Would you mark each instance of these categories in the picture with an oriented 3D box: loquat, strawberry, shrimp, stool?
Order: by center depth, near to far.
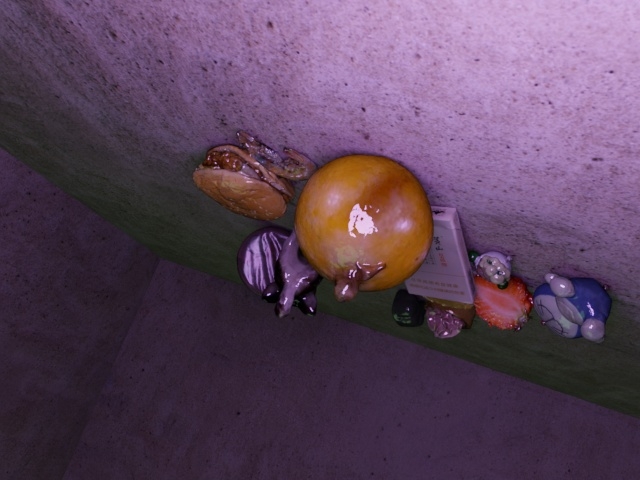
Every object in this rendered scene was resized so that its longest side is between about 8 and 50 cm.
[{"bbox_3d":[0.094,-0.016,1.361,0.328,0.360,0.328,11,148,7],"label":"loquat"},{"bbox_3d":[-0.108,-0.216,1.516,0.143,0.052,0.251,-9,157,43],"label":"shrimp"},{"bbox_3d":[0.549,0.164,1.835,0.236,0.175,0.107,55,-162,-1],"label":"strawberry"},{"bbox_3d":[-0.182,0.083,2.316,0.271,0.272,0.178,21,180,1],"label":"stool"}]

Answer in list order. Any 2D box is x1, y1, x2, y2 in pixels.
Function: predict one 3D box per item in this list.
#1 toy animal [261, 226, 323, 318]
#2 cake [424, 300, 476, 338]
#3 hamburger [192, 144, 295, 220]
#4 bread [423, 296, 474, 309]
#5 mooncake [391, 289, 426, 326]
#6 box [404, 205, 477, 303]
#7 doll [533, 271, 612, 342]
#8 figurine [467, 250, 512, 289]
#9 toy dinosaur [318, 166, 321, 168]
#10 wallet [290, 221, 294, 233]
[{"bbox_3d":[-0.079,0.139,1.972,0.194,0.303,0.344,21,162,6],"label":"toy animal"},{"bbox_3d":[0.495,0.294,2.274,0.207,0.178,0.185,16,165,5],"label":"cake"},{"bbox_3d":[-0.220,-0.158,1.690,0.259,0.145,0.283,12,158,40],"label":"hamburger"},{"bbox_3d":[0.405,0.135,1.924,0.174,0.121,0.245,-7,146,44],"label":"bread"},{"bbox_3d":[0.380,0.286,2.525,0.104,0.169,0.175,-7,-177,37],"label":"mooncake"},{"bbox_3d":[0.300,0.039,1.633,0.204,0.051,0.365,8,145,30],"label":"box"},{"bbox_3d":[0.692,0.186,1.658,0.228,0.154,0.258,53,161,9],"label":"doll"},{"bbox_3d":[0.473,0.082,1.688,0.147,0.093,0.197,42,164,-3],"label":"figurine"},{"bbox_3d":[0.040,-0.166,1.515,0.113,0.026,0.041,26,175,18],"label":"toy dinosaur"},{"bbox_3d":[0.000,0.000,2.098,0.176,0.075,0.250,12,163,16],"label":"wallet"}]
